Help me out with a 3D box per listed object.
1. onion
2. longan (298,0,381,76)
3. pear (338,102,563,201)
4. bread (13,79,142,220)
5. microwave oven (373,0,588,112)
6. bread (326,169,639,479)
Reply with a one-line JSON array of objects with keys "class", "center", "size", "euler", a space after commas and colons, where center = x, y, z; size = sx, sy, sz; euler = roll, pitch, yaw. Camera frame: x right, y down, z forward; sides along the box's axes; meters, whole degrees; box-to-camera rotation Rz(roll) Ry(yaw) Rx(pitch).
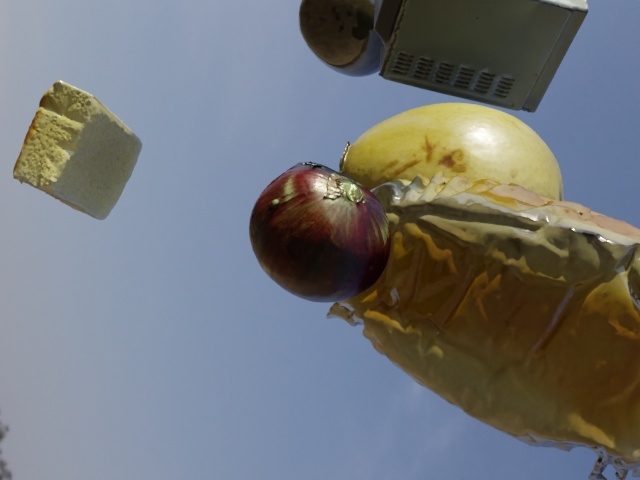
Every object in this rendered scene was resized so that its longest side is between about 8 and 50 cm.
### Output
[{"class": "onion", "center": [0.000, 0.000, 0.730], "size": [0.118, 0.117, 0.119], "euler": [-172, -90, -81]}, {"class": "longan", "center": [0.062, -0.413, 1.732], "size": [0.212, 0.198, 0.198], "euler": [59, -18, -23]}, {"class": "pear", "center": [0.171, -0.032, 1.200], "size": [0.309, 0.309, 0.309], "euler": [22, -65, 60]}, {"class": "bread", "center": [-0.291, -0.102, 1.097], "size": [0.126, 0.068, 0.188], "euler": [-64, 169, -6]}, {"class": "microwave oven", "center": [0.229, -0.395, 1.399], "size": [0.218, 0.286, 0.355], "euler": [108, -11, -47]}, {"class": "bread", "center": [0.201, 0.062, 0.866], "size": [0.388, 0.183, 0.236], "euler": [29, -87, 22]}]
